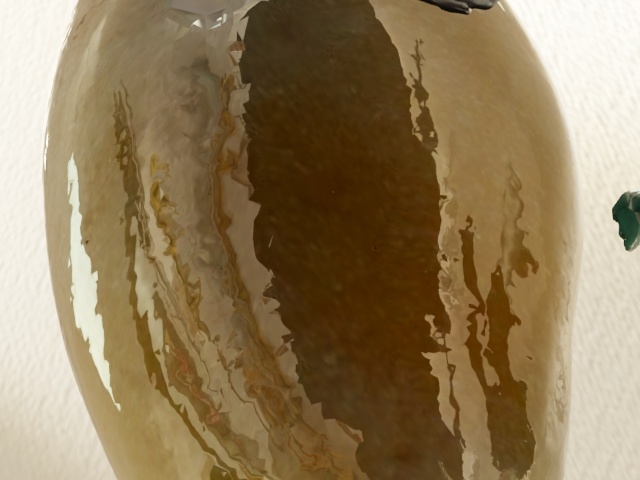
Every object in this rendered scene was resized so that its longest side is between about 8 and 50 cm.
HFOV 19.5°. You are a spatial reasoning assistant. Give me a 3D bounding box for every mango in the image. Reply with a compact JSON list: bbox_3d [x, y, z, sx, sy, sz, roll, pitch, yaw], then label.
[{"bbox_3d":[0.000,0.000,0.738,0.221,0.384,0.199,-27,-44,8],"label":"mango"}]

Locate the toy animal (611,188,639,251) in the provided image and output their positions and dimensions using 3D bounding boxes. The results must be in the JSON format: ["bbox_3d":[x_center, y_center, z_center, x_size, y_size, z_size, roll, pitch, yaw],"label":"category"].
[{"bbox_3d":[0.205,-0.018,0.636,0.208,0.103,0.100,8,-41,-10],"label":"toy animal"}]

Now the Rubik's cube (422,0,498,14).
[{"bbox_3d":[0.005,-0.247,0.527,0.250,0.248,0.246,10,-40,-33],"label":"Rubik's cube"}]
